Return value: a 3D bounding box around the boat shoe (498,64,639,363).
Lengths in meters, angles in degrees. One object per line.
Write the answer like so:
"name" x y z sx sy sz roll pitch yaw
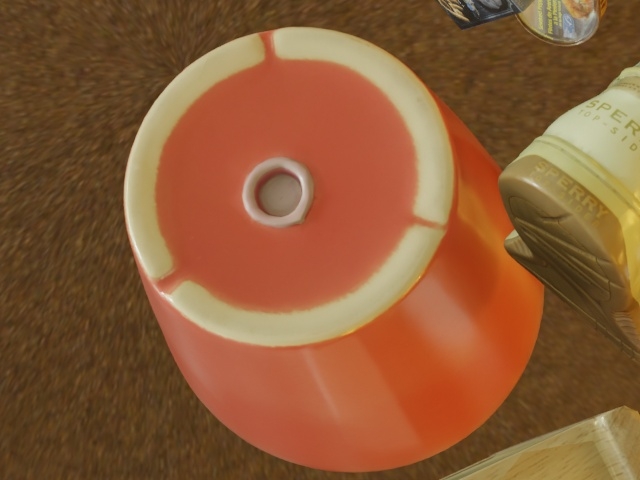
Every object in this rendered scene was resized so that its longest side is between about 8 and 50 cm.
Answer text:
"boat shoe" 0.158 -0.007 0.810 0.104 0.285 0.089 40 87 14

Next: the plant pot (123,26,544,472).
"plant pot" 0.000 0.000 1.001 0.275 0.243 0.275 -3 74 10

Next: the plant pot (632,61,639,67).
"plant pot" 0.444 -0.050 1.666 0.290 0.290 0.195 -43 141 0

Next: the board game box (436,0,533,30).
"board game box" 0.103 -0.318 1.546 0.042 0.165 0.243 -45 101 -10

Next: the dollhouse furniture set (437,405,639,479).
"dollhouse furniture set" 0.087 0.313 0.713 0.256 0.362 0.394 -22 81 -16

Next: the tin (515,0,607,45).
"tin" 0.259 -0.297 1.716 0.106 0.040 0.189 12 139 22
